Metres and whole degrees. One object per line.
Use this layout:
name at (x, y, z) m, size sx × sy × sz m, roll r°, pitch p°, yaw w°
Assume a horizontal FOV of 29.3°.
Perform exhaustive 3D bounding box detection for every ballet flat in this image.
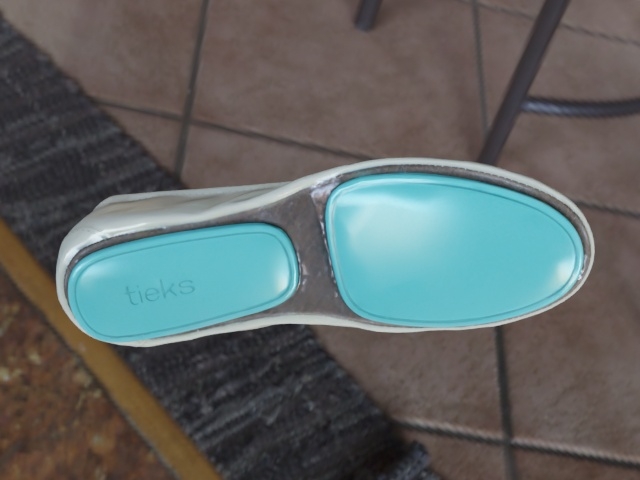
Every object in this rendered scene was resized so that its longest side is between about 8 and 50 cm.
ballet flat at (0.000, 0.000, 0.582) m, size 0.249 × 0.086 × 0.086 m, roll -3°, pitch 47°, yaw 4°
